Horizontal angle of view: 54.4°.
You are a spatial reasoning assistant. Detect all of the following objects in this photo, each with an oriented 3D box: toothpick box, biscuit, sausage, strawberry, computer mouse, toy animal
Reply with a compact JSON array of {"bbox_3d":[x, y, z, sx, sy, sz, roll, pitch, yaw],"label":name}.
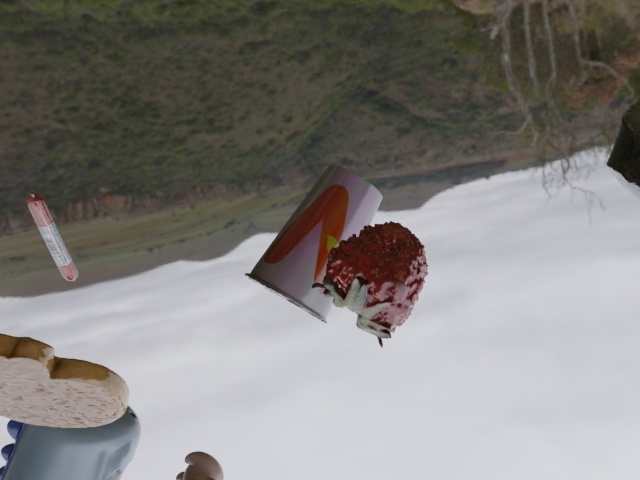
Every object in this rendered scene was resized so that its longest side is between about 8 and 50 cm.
[{"bbox_3d":[-0.526,0.455,1.282,0.263,0.354,0.263,22,-179,0],"label":"toothpick box"},{"bbox_3d":[-0.379,0.181,0.807,0.202,0.044,0.288,-19,138,24],"label":"biscuit"},{"bbox_3d":[-0.466,-0.001,1.089,0.030,0.223,0.029,-1,-134,1],"label":"sausage"},{"bbox_3d":[0.099,0.034,0.911,0.087,0.167,0.208,-19,-147,51],"label":"strawberry"},{"bbox_3d":[0.418,-0.093,0.697,0.168,0.087,0.295,26,-140,23],"label":"computer mouse"},{"bbox_3d":[-0.265,0.529,1.253,0.124,0.124,0.212,-11,-162,14],"label":"toy animal"}]

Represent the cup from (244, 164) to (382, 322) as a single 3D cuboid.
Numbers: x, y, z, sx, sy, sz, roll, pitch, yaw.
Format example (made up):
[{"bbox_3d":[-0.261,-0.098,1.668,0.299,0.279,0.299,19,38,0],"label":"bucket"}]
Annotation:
[{"bbox_3d":[0.000,0.000,1.284,0.203,0.288,0.203,30,172,5],"label":"cup"}]
